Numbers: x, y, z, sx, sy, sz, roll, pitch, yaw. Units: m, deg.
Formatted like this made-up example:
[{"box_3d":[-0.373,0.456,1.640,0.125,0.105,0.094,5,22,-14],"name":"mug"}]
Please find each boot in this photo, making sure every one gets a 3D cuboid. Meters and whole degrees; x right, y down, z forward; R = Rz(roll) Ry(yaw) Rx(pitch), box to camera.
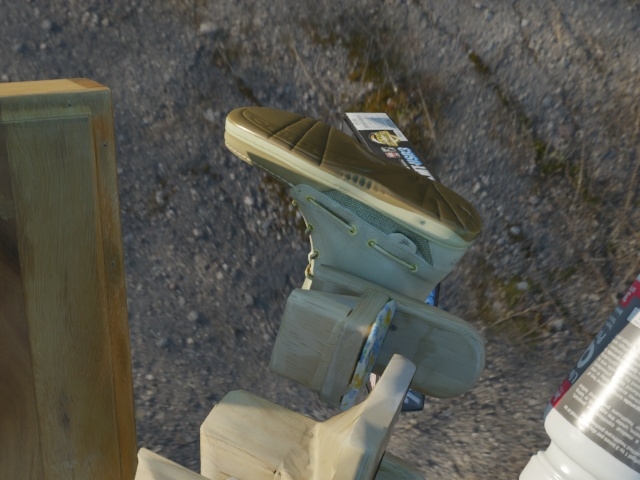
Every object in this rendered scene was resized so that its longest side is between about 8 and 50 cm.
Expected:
[{"box_3d":[0.000,0.000,0.701,0.213,0.077,0.165,27,122,4],"name":"boot"}]

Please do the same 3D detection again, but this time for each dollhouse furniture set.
[{"box_3d":[0.012,0.275,0.545,0.257,0.362,0.394,22,111,10],"name":"dollhouse furniture set"}]

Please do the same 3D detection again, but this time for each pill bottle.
[{"box_3d":[0.388,0.205,1.068,0.176,0.176,0.318,34,98,8],"name":"pill bottle"}]

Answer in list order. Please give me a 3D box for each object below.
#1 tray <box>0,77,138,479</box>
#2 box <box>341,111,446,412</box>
[{"box_3d":[-0.237,0.104,0.606,0.203,0.076,0.410,-10,109,-28],"name":"tray"},{"box_3d":[0.079,0.018,1.116,0.073,0.293,0.295,-2,117,-9],"name":"box"}]
